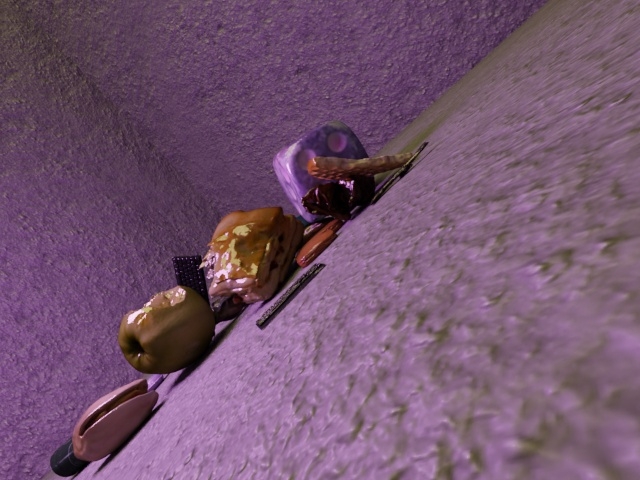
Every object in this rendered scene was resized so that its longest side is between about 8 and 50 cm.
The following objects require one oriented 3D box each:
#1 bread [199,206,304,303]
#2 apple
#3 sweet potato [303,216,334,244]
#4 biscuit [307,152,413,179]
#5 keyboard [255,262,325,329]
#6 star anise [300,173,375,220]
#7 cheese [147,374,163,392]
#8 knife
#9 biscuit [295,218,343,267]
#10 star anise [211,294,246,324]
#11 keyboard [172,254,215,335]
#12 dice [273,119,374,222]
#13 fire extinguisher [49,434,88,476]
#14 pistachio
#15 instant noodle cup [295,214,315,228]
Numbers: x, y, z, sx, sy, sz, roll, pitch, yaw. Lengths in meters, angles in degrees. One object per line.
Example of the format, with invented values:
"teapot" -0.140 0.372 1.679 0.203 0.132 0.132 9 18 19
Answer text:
"bread" -0.230 0.033 1.250 0.313 0.192 0.370 -10 31 29
"apple" -0.461 0.274 1.223 0.279 0.279 0.279 -43 6 6
"sweet potato" -0.020 -0.036 1.469 0.182 0.053 0.054 -38 -31 22
"biscuit" 0.100 -0.214 1.205 0.308 0.040 0.204 -6 -2 -17
"keyboard" -0.068 0.118 0.892 0.196 0.015 0.074 -45 7 -13
"star anise" 0.057 -0.118 1.183 0.220 0.126 0.190 -20 7 1
"cheese" -0.615 0.521 1.518 0.105 0.042 0.191 -36 7 38
"knife" 0.208 -0.175 1.076 0.222 0.021 0.045 -47 5 2
"biscuit" 0.000 0.000 1.170 0.186 0.036 0.192 -42 7 -4
"star anise" -0.267 0.167 1.400 0.258 0.110 0.198 -50 7 -2
"keyboard" -0.413 0.190 1.340 0.100 0.310 0.018 -3 24 -1
"dice" 0.009 -0.237 1.429 0.270 0.272 0.270 -32 6 -10
"fire extinguisher" -0.672 0.587 1.230 0.311 0.114 0.095 -43 45 10
"pistachio" -0.522 0.453 1.029 0.223 0.126 0.152 -45 -29 -20
"instant noodle cup" -0.084 -0.042 1.581 0.179 0.070 0.157 -33 -14 -44
